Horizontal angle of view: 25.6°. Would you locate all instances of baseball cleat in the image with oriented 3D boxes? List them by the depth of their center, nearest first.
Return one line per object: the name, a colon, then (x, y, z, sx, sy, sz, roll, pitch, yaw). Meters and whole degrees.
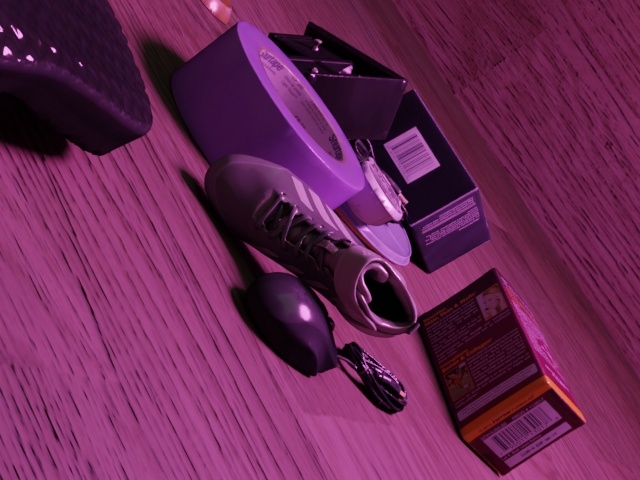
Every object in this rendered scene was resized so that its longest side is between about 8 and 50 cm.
baseball cleat: (0.000, 0.000, 1.110, 0.206, 0.072, 0.109, 37, -9, -9)

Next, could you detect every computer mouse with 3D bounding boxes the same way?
computer mouse: (0.017, 0.084, 1.129, 0.242, 0.041, 0.071, 37, 21, -53)
computer mouse: (0.049, -0.052, 1.437, 0.106, 0.042, 0.193, 58, 9, -4)

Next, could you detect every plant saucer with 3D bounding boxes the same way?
plant saucer: (-0.124, -0.282, 1.590, 0.083, 0.015, 0.083, 50, 14, -17)

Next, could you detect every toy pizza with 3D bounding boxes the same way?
toy pizza: (0.028, -0.051, 1.510, 0.201, 0.032, 0.201, 49, 16, -19)

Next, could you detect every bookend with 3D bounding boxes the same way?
bookend: (-0.020, -0.172, 1.479, 0.156, 0.072, 0.157, -3, 32, -47)

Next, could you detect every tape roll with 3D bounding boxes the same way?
tape roll: (-0.046, -0.101, 1.280, 0.189, 0.080, 0.189, 51, 14, -18)

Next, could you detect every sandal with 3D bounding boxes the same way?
sandal: (-0.212, -0.130, 0.758, 0.446, 0.107, 0.167, 45, 23, -71)

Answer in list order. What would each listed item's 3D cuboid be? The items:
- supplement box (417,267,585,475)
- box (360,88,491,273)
supplement box: (0.181, 0.131, 1.434, 0.081, 0.104, 0.188, 46, 16, -34)
box: (0.120, -0.068, 1.665, 0.156, 0.093, 0.158, 61, -1, 25)
